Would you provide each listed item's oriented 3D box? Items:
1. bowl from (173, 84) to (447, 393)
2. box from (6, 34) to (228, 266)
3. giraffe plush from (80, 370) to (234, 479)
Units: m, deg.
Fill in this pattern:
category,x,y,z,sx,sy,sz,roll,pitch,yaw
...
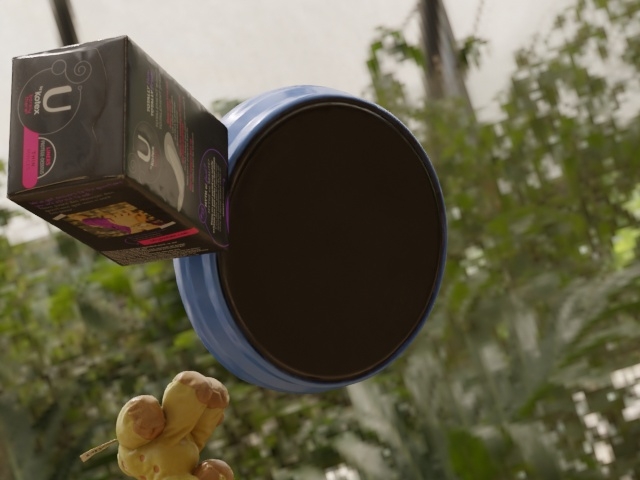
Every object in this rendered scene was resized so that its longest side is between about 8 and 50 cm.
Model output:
category,x,y,z,sx,sy,sz,roll,pitch,yaw
bowl,0.000,0.000,1.905,0.391,0.391,0.077,-19,12,-34
box,-0.216,-0.089,1.675,0.143,0.165,0.270,-8,-20,18
giraffe plush,-0.185,0.297,1.986,0.210,0.170,0.181,-36,-23,5
